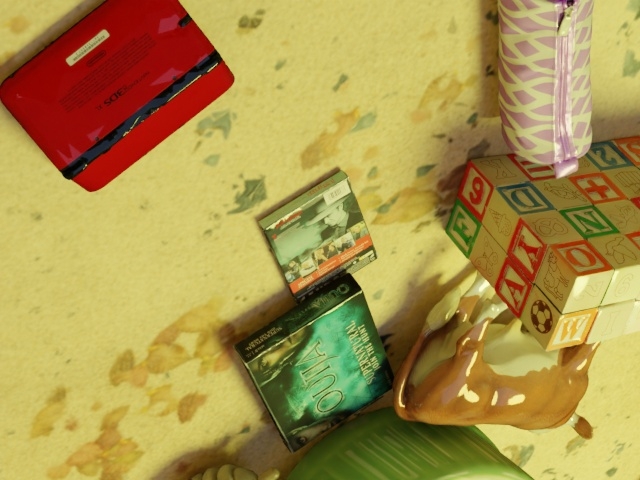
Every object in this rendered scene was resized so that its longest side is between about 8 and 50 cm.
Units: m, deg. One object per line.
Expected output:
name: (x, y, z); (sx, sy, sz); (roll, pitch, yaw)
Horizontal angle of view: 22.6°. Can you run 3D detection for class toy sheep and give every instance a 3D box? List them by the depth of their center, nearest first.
toy sheep: (-0.092, 0.254, 1.523); (0.132, 0.091, 0.091); (-42, 141, 12)

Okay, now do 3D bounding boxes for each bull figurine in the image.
bull figurine: (0.203, 0.120, 1.605); (0.310, 0.101, 0.188); (2, 120, -45)

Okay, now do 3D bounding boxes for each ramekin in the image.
ramekin: (0.104, 0.329, 1.597); (0.303, 0.148, 0.303); (-7, 105, -26)

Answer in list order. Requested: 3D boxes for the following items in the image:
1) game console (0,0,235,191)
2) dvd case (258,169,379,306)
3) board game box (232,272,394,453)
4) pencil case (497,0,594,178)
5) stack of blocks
game console: (-0.147, -0.113, 1.177); (0.144, 0.085, 0.124); (-38, 110, 0)
dvd case: (0.000, 0.000, 1.400); (0.087, 0.013, 0.119); (-32, 142, -7)
board game box: (-0.001, 0.118, 1.493); (0.126, 0.026, 0.186); (-33, 145, -7)
pencil case: (0.192, -0.155, 1.336); (0.086, 0.088, 0.206); (-25, 140, -13)
stack of blocks: (0.289, -0.009, 1.487); (0.297, 0.171, 0.087); (-10, 134, -31)
